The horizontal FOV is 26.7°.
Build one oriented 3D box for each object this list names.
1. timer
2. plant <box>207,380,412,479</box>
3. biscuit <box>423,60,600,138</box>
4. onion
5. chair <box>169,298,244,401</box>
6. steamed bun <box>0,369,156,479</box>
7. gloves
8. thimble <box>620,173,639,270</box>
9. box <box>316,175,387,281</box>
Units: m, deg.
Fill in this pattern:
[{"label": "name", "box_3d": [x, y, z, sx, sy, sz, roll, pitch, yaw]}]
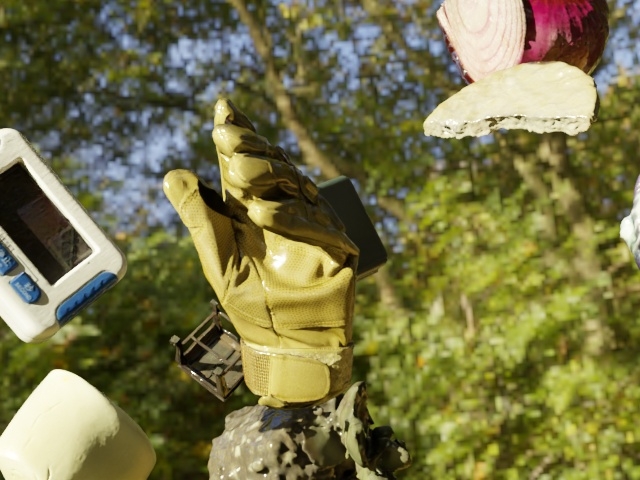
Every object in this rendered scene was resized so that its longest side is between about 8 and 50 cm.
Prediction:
[{"label": "timer", "box_3d": [-0.388, -0.004, 1.740, 0.178, 0.253, 0.078, -41, 3, -38]}, {"label": "plant", "box_3d": [0.006, 0.318, 1.953, 0.312, 0.213, 0.215, -24, -72, 33]}, {"label": "biscuit", "box_3d": [0.259, -0.182, 1.723, 0.250, 0.133, 0.032, 1, -47, 41]}, {"label": "onion", "box_3d": [0.320, -0.330, 2.000, 0.230, 0.256, 0.272, -5, 0, -33]}, {"label": "chair", "box_3d": [-0.156, 0.203, 2.202, 0.106, 0.113, 0.229, 35, -23, 21]}, {"label": "steamed bun", "box_3d": [-0.358, 0.330, 2.014, 0.155, 0.200, 0.250, 13, -32, 40]}, {"label": "gloves", "box_3d": [-0.047, 0.009, 1.344, 0.141, 0.331, 0.154, -30, 30, -36]}, {"label": "thimble", "box_3d": [0.433, -0.025, 1.379, 0.150, 0.237, 0.237, 15, -27, -29]}, {"label": "box", "box_3d": [0.000, 0.000, 1.981, 0.050, 0.160, 0.230, -28, -3, 38]}]
